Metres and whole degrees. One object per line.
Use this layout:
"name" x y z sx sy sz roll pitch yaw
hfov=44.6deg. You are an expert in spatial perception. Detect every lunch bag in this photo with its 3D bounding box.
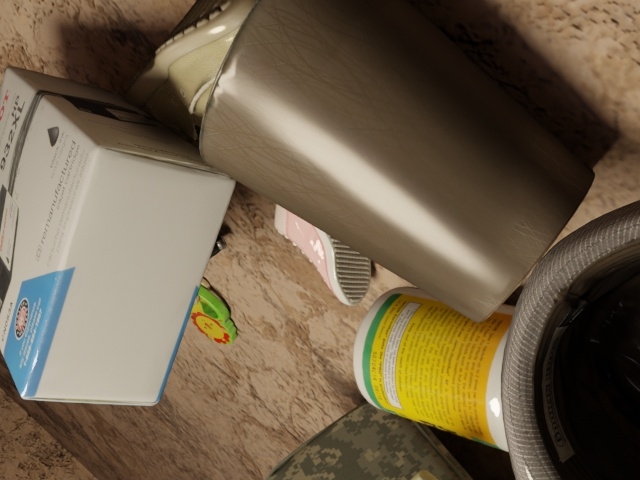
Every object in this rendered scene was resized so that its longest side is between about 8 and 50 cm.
"lunch bag" 0.101 0.355 0.830 0.256 0.213 0.305 62 170 -31

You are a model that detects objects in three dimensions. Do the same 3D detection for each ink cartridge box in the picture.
"ink cartridge box" -0.232 -0.019 0.746 0.307 0.129 0.223 35 109 50

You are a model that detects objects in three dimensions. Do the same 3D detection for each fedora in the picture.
"fedora" 0.240 0.101 0.434 0.275 0.124 0.243 33 103 28

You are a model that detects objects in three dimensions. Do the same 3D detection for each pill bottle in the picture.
"pill bottle" 0.139 0.109 0.654 0.209 0.117 0.117 8 132 43

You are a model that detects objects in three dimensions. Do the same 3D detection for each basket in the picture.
"basket" 0.055 -0.062 0.536 0.227 0.154 0.204 36 141 7

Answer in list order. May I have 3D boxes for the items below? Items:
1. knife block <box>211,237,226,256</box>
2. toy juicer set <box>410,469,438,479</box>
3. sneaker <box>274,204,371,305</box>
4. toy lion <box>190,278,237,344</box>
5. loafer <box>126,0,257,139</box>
"knife block" -0.241 0.058 0.927 0.088 0.276 0.242 52 177 -8
"toy juicer set" 0.144 0.278 0.581 0.329 0.089 0.209 18 107 -8
"sneaker" 0.000 0.000 0.755 0.070 0.051 0.134 7 128 47
"toy lion" -0.151 0.103 1.063 0.096 0.034 0.100 40 148 -5
"loafer" -0.084 -0.148 0.646 0.092 0.101 0.268 38 165 -18
